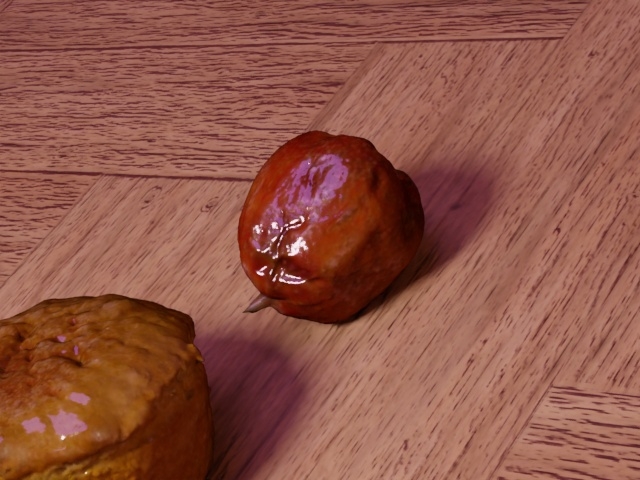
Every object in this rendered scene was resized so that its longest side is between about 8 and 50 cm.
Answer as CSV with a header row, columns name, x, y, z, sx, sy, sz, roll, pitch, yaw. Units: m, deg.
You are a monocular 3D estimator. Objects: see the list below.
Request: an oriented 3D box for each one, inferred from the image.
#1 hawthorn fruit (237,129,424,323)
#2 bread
name,x,y,z,sx,sy,sz,roll,pitch,yaw
hawthorn fruit,0.011,-0.010,1.812,0.173,0.173,0.179,-8,63,29
bread,-0.241,0.165,1.694,0.312,0.172,0.312,-15,22,6
